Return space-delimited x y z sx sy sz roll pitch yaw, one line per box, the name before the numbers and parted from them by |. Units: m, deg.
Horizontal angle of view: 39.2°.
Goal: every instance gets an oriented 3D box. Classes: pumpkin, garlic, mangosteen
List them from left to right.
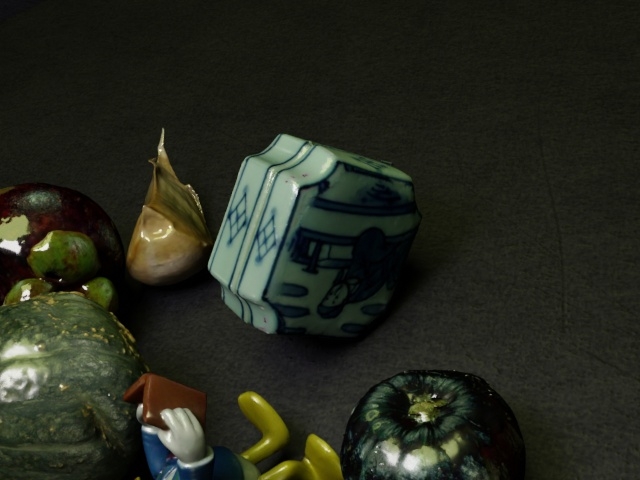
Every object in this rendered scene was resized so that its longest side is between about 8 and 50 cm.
mangosteen | -0.462 0.052 1.494 0.311 0.311 0.311 -12 42 11
pumpkin | -0.372 0.219 1.236 0.258 0.327 0.291 10 35 -25
garlic | -0.263 -0.046 1.602 0.151 0.196 0.338 -3 30 -1
pumpkin | 0.139 0.260 1.113 0.233 0.163 0.233 -8 27 4

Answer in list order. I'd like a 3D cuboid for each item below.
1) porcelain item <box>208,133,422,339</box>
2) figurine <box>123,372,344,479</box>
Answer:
porcelain item | 0.000 0.000 1.335 0.157 0.282 0.285 29 102 45
figurine | -0.169 0.303 1.103 0.338 0.283 0.205 -41 37 -26
